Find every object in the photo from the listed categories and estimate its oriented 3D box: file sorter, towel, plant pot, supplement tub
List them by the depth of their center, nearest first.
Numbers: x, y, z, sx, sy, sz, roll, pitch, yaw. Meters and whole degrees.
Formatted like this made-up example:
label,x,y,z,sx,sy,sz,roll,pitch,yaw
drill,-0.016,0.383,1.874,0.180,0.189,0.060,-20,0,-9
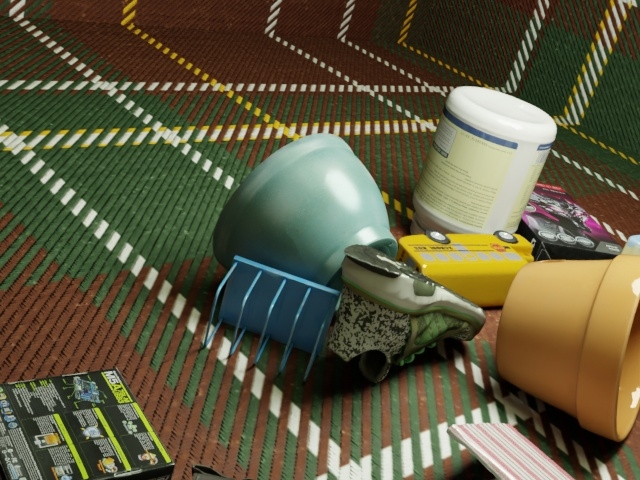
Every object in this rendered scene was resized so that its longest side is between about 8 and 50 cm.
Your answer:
label,x,y,z,sx,sy,sz,roll,pitch,yaw
towel,0.263,0.302,1.143,0.144,0.029,0.197,39,14,35
file sorter,-0.075,0.121,1.262,0.170,0.118,0.104,19,29,3
plant pot,0.409,0.151,1.351,0.203,0.291,0.291,12,20,29
plant pot,0.000,0.000,1.382,0.293,0.293,0.196,-14,50,-48
supplement tub,0.332,-0.136,1.790,0.235,0.325,0.235,14,26,-7

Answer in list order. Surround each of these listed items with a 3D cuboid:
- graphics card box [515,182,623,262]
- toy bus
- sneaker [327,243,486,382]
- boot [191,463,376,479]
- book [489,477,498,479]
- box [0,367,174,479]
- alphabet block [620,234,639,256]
label,x,y,z,sx,sy,sz,roll,pitch,yaw
graphics card box,0.523,-0.031,1.974,0.232,0.094,0.371,10,27,-16
toy bus,0.279,0.057,1.620,0.332,0.108,0.130,0,31,-32
sneaker,0.119,0.133,1.330,0.158,0.182,0.410,32,4,34
boot,-0.042,0.348,0.876,0.229,0.091,0.263,2,36,-7
book,0.240,0.367,1.065,0.096,0.035,0.144,-5,34,-32
box,-0.292,0.229,0.988,0.184,0.045,0.190,-1,30,-38
alphabet block,0.684,0.113,1.662,0.193,0.197,0.192,-4,32,-39
